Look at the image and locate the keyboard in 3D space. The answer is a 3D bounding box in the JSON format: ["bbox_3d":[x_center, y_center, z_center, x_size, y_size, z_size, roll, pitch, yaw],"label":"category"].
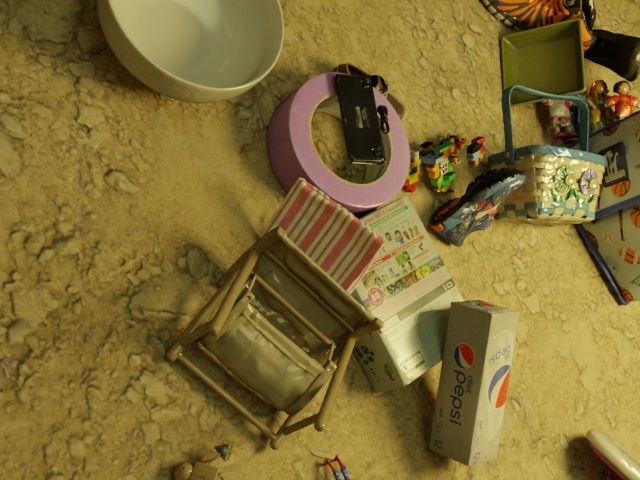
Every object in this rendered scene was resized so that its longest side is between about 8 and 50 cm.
[{"bbox_3d":[0.084,-0.230,1.827,0.108,0.023,0.180,-1,74,-27],"label":"keyboard"}]

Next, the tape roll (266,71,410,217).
[{"bbox_3d":[0.037,-0.179,1.846,0.274,0.090,0.275,13,66,-29],"label":"tape roll"}]

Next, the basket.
[{"bbox_3d":[0.492,-0.179,2.075,0.254,0.201,0.289,2,81,-33],"label":"basket"}]

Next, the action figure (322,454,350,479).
[{"bbox_3d":[0.047,0.424,1.647,0.038,0.030,0.115,-9,51,-39],"label":"action figure"}]

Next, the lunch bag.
[{"bbox_3d":[0.736,-0.091,2.129,0.239,0.327,0.386,-30,92,-41],"label":"lunch bag"}]

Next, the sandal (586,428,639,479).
[{"bbox_3d":[0.684,0.550,1.992,0.416,0.169,0.102,41,96,-15],"label":"sandal"}]

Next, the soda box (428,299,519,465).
[{"bbox_3d":[0.282,0.258,1.762,0.091,0.098,0.287,0,100,-44],"label":"soda box"}]

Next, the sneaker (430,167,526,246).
[{"bbox_3d":[0.330,-0.071,1.972,0.221,0.083,0.087,-35,115,1],"label":"sneaker"}]

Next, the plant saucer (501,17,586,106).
[{"bbox_3d":[0.513,-0.396,2.198,0.045,0.188,0.188,31,56,-55],"label":"plant saucer"}]

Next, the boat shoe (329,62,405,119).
[{"bbox_3d":[0.104,-0.298,1.946,0.183,0.066,0.066,25,61,-24],"label":"boat shoe"}]

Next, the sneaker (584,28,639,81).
[{"bbox_3d":[0.689,-0.451,2.300,0.130,0.286,0.109,14,103,-7],"label":"sneaker"}]

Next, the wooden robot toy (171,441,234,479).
[{"bbox_3d":[-0.200,0.383,1.515,0.079,0.076,0.173,16,59,11],"label":"wooden robot toy"}]

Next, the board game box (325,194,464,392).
[{"bbox_3d":[0.135,0.097,1.805,0.224,0.097,0.304,-27,90,-37],"label":"board game box"}]

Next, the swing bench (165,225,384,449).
[{"bbox_3d":[-0.070,0.162,1.610,0.253,0.165,0.255,43,50,-12],"label":"swing bench"}]

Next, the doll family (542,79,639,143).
[{"bbox_3d":[0.622,-0.313,2.283,0.262,0.118,0.163,-2,80,-15],"label":"doll family"}]

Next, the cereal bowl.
[{"bbox_3d":[-0.243,-0.390,1.706,0.338,0.141,0.339,12,67,-30],"label":"cereal bowl"}]

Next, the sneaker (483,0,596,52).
[{"bbox_3d":[0.523,-0.559,2.246,0.321,0.180,0.125,37,57,-17],"label":"sneaker"}]

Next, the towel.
[{"bbox_3d":[0.000,0.000,1.695,0.197,0.144,0.029,37,18,9],"label":"towel"}]

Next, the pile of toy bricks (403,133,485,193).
[{"bbox_3d":[0.257,-0.145,1.981,0.212,0.118,0.105,-29,122,-46],"label":"pile of toy bricks"}]
